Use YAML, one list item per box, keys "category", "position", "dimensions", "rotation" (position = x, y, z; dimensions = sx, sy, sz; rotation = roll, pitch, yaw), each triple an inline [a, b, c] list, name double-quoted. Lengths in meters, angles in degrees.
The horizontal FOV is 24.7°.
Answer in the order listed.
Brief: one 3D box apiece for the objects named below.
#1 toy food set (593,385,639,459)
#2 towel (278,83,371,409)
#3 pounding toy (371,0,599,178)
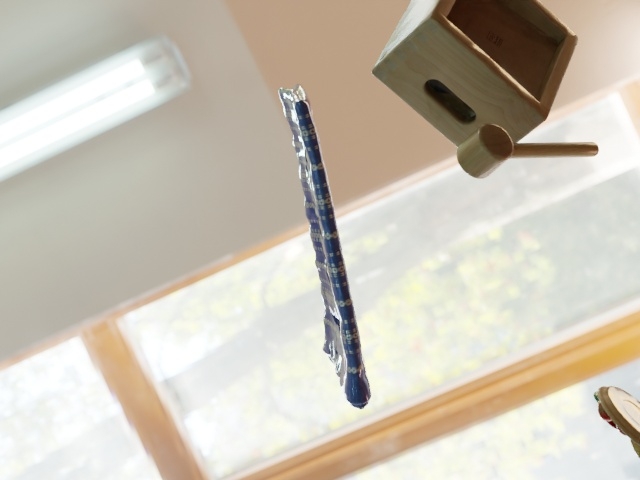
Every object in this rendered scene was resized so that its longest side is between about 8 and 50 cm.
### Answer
- category: "toy food set"
  position: [0.275, 0.161, 1.290]
  dimensions: [0.083, 0.020, 0.082]
  rotation: [39, -159, -3]
- category: "towel"
  position: [0.000, 0.000, 1.607]
  dimensions: [0.243, 0.040, 0.335]
  rotation: [-112, 10, -79]
- category: "pounding toy"
  position: [0.135, -0.111, 1.201]
  dimensions: [0.181, 0.094, 0.206]
  rotation: [40, -136, -11]
